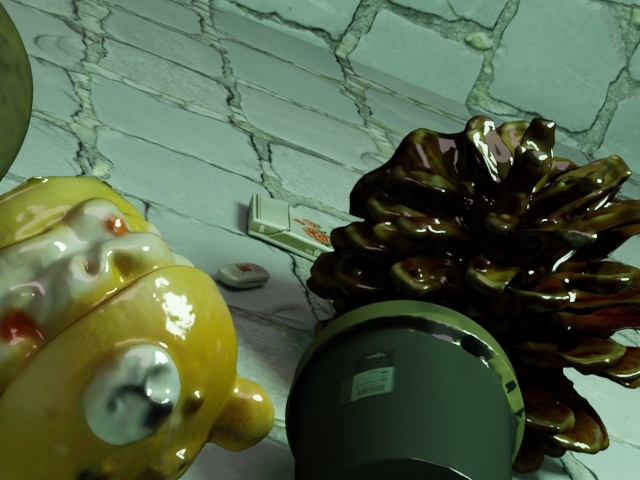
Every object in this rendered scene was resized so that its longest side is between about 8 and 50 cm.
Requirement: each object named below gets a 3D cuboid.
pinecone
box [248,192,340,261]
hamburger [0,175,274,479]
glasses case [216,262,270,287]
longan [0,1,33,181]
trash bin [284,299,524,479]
[{"bbox_3d":[0.197,0.048,1.839,0.398,0.397,0.397,23,17,-7],"label":"pinecone"},{"bbox_3d":[0.000,0.000,2.215,0.198,0.029,0.109,23,17,-10],"label":"box"},{"bbox_3d":[-0.182,0.106,1.298,0.237,0.276,0.276,43,23,20],"label":"hamburger"},{"bbox_3d":[-0.089,0.040,1.985,0.032,0.021,0.083,32,18,25],"label":"glasses case"},{"bbox_3d":[-0.421,-0.142,1.597,0.319,0.319,0.319,23,17,-7],"label":"longan"},{"bbox_3d":[0.074,0.181,1.486,0.214,0.214,0.334,22,22,-9],"label":"trash bin"}]
